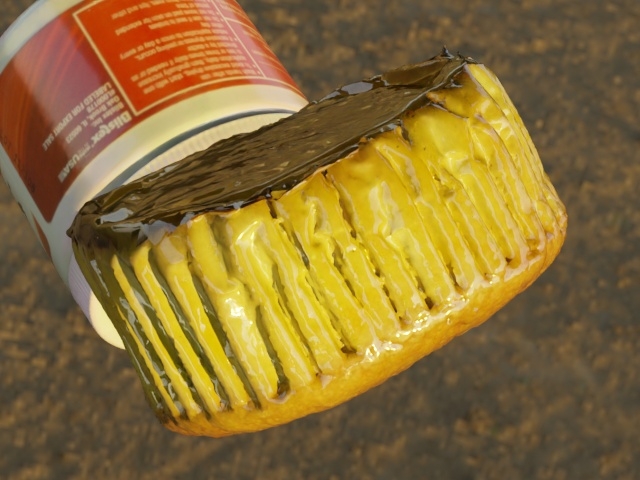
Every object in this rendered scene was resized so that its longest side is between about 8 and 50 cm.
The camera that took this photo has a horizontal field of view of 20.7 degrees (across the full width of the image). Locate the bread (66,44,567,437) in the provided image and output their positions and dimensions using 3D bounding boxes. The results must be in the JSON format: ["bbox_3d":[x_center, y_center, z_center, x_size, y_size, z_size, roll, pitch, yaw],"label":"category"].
[{"bbox_3d":[0.000,0.000,0.958,0.253,0.142,0.227,-25,6,-23],"label":"bread"}]

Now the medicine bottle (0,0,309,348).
[{"bbox_3d":[-0.133,-0.074,1.471,0.252,0.252,0.241,-12,54,-36],"label":"medicine bottle"}]
